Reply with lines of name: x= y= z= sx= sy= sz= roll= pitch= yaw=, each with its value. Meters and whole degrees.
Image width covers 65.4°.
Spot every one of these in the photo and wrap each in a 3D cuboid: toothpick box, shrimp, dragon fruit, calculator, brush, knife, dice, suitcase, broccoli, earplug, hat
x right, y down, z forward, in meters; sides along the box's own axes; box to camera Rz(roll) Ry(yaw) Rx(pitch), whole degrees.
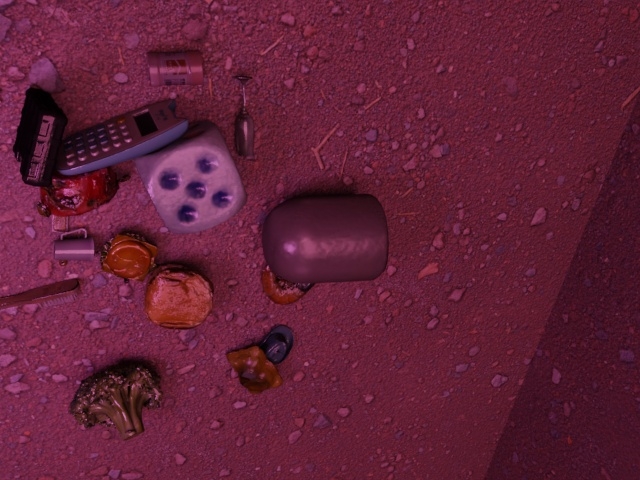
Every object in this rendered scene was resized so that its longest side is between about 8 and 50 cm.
toothpick box: x=-0.424 y=-0.502 z=1.456 sx=0.149 sy=0.098 sz=0.098 roll=-8 pitch=115 yaw=-17
shrimp: x=-0.094 y=0.116 z=1.885 sx=0.290 sy=0.054 sz=0.222 roll=-36 pitch=120 yaw=1
dragon fruit: x=-0.697 y=-0.182 z=1.443 sx=0.282 sy=0.211 sz=0.147 roll=-35 pitch=131 yaw=-35
calculator: x=-0.571 y=-0.287 z=1.404 sx=0.386 sy=0.256 sz=0.054 roll=-23 pitch=130 yaw=-14
brush: x=-0.935 y=0.198 z=1.589 sx=0.328 sy=0.070 sz=0.065 roll=-13 pitch=127 yaw=-14
knife: x=-0.812 y=-0.035 z=1.555 sx=0.046 sy=0.022 sz=0.256 roll=4 pitch=111 yaw=-19
dice: x=-0.389 y=-0.193 z=1.511 sx=0.263 sy=0.268 sz=0.264 roll=-25 pitch=118 yaw=-11
suitcase: x=-0.747 y=-0.278 z=1.320 sx=0.066 sy=0.285 sz=0.206 roll=9 pitch=110 yaw=-40
broccoli: x=-0.702 y=0.558 z=1.753 sx=0.288 sy=0.235 sz=0.259 roll=-28 pitch=95 yaw=-3
earplug: x=0.000 y=0.000 z=1.725 sx=0.394 sy=0.312 sz=0.312 roll=-4 pitch=114 yaw=-19
hat: x=-0.181 y=0.430 z=1.976 sx=0.138 sy=0.078 sz=0.191 roll=30 pitch=99 yaw=-28

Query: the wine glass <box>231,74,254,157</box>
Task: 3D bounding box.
wine glass: x=-0.244 y=-0.391 z=1.595 sx=0.074 sy=0.074 sz=0.262 roll=-7 pitch=117 yaw=-19

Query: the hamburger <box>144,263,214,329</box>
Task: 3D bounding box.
hamburger: x=-0.487 y=0.191 z=1.706 sx=0.245 sy=0.163 sz=0.244 roll=-5 pitch=108 yaw=-16

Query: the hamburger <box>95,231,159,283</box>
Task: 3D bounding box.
hamburger: x=-0.620 y=0.049 z=1.626 sx=0.190 sy=0.093 sz=0.164 roll=36 pitch=98 yaw=-29

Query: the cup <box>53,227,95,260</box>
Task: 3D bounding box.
cup: x=-0.768 y=0.013 z=1.559 sx=0.116 sy=0.074 sz=0.104 roll=0 pitch=91 yaw=-32

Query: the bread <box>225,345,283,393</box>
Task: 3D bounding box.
bread: x=-0.257 y=0.518 z=1.955 sx=0.161 sy=0.088 sz=0.233 roll=-16 pitch=125 yaw=28
